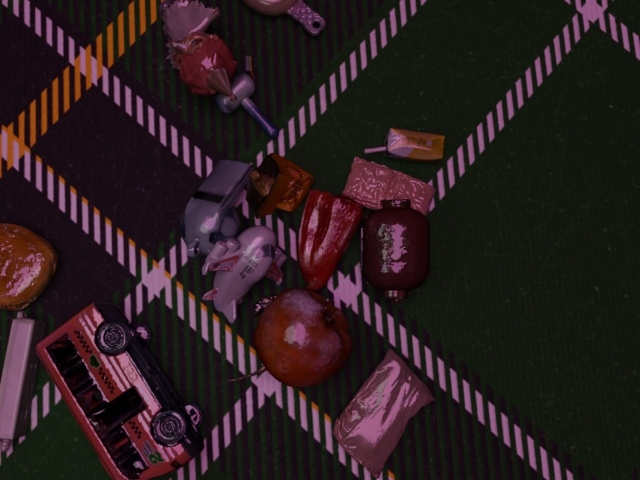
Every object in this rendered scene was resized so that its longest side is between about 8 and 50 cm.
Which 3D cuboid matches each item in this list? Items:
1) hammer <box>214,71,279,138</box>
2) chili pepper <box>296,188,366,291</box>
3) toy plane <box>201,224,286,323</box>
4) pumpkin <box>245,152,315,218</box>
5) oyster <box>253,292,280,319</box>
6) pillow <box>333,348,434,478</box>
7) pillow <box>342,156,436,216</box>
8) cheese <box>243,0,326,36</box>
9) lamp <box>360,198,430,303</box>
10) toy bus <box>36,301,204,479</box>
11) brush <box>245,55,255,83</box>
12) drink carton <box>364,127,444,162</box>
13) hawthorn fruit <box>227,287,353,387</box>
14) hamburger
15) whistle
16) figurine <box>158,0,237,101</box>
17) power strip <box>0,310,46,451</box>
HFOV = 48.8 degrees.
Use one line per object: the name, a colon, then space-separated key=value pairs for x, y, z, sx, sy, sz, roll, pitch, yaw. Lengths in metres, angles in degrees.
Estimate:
hammer: x=-0.181 y=-0.340 z=1.842 sx=0.116 sy=0.069 sz=0.194 roll=-43 pitch=90 yaw=-6
chili pepper: x=0.000 y=0.000 z=1.775 sx=0.144 sy=0.136 sz=0.253 roll=24 pitch=89 yaw=-26
toy plane: x=-0.187 y=0.073 z=1.710 sx=0.252 sy=0.252 sz=0.118 roll=-39 pitch=53 yaw=-7
pumpkin: x=-0.123 y=-0.137 z=1.730 sx=0.126 sy=0.248 sz=0.131 roll=38 pitch=102 yaw=12
oyster: x=-0.106 y=0.161 z=1.780 sx=0.132 sy=0.029 sz=0.086 roll=-40 pitch=84 yaw=-5
pillow: x=0.156 y=0.423 z=1.727 sx=0.173 sy=0.067 sz=0.270 roll=39 pitch=83 yaw=0
pillow: x=0.176 y=-0.127 z=1.829 sx=0.232 sy=0.043 sz=0.126 roll=22 pitch=76 yaw=5
cheese: x=-0.101 y=-0.655 z=1.887 sx=0.286 sy=0.082 sz=0.163 roll=40 pitch=83 yaw=2
lamp: x=0.180 y=0.025 z=1.736 sx=0.180 sy=0.180 sz=0.258 roll=2 pitch=89 yaw=-1
toy bus: x=-0.464 y=0.364 z=1.657 sx=0.233 sy=0.203 sz=0.427 roll=-34 pitch=82 yaw=-2
brush: x=-0.189 y=-0.451 z=1.880 sx=0.021 sy=0.019 sz=0.083 roll=-6 pitch=83 yaw=-19
drink carton: x=0.215 y=-0.247 z=1.827 sx=0.200 sy=0.084 sz=0.074 roll=8 pitch=85 yaw=-5
hawthorn fruit: x=-0.043 y=0.238 z=1.688 sx=0.235 sy=0.263 sz=0.231 roll=26 pitch=48 yaw=-7
hamburger: x=-0.762 y=0.069 z=1.746 sx=0.213 sy=0.108 sz=0.214 roll=1 pitch=76 yaw=-3
whistle: x=-0.260 y=-0.059 z=1.769 sx=0.163 sy=0.163 sz=0.290 roll=26 pitch=47 yaw=3
figurine: x=-0.310 y=-0.470 z=1.779 sx=0.207 sy=0.166 sz=0.387 roll=-40 pitch=58 yaw=27
power strip: x=-0.729 y=0.340 z=1.703 sx=0.058 sy=0.098 sz=0.338 roll=8 pitch=81 yaw=-3
